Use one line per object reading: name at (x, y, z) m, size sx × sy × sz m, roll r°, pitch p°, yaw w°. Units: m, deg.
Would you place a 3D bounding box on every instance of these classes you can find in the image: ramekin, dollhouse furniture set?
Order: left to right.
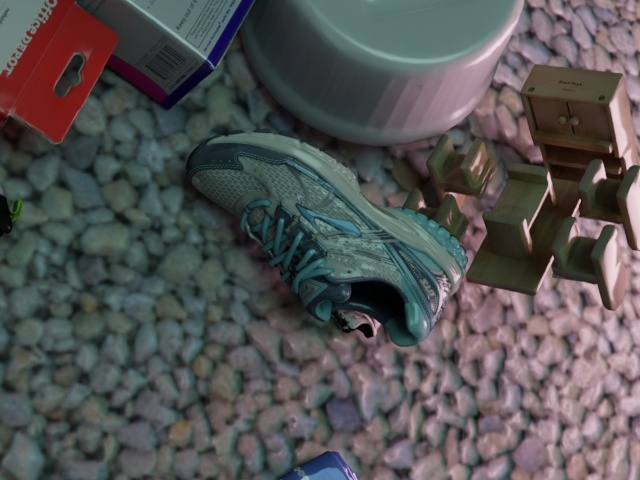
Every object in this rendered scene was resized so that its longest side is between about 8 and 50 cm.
ramekin at (0.065, -0.245, 1.263) m, size 0.277 × 0.135 × 0.277 m, roll 5°, pitch 68°, yaw -12°
dollhouse furniture set at (0.233, -0.034, 1.312) m, size 0.242 × 0.212 × 0.161 m, roll -59°, pitch 144°, yaw -29°

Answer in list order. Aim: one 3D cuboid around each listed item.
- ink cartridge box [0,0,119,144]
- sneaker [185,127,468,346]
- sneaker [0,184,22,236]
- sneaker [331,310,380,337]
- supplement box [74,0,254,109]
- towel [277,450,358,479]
ink cartridge box at (-0.305, -0.180, 1.102) m, size 0.231 × 0.078 × 0.134 m, roll 33°, pitch 62°, yaw -18°
sneaker at (0.000, 0.000, 1.185) m, size 0.283 × 0.110 × 0.122 m, roll 27°, pitch 58°, yaw -7°
sneaker at (-0.338, 0.007, 1.023) m, size 0.235 × 0.084 × 0.097 m, roll -34°, pitch 96°, yaw -33°
sneaker at (0.024, 0.070, 1.247) m, size 0.083 × 0.032 × 0.037 m, roll 20°, pitch 66°, yaw -23°
supplement box at (-0.183, -0.239, 1.172) m, size 0.220 × 0.111 × 0.114 m, roll 35°, pitch 60°, yaw -18°
towel at (-0.048, 0.361, 1.112) m, size 0.336 × 0.040 × 0.243 m, roll -29°, pitch 90°, yaw -33°
